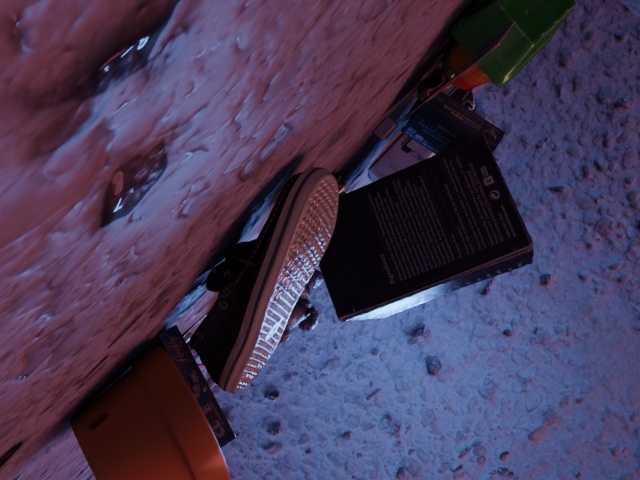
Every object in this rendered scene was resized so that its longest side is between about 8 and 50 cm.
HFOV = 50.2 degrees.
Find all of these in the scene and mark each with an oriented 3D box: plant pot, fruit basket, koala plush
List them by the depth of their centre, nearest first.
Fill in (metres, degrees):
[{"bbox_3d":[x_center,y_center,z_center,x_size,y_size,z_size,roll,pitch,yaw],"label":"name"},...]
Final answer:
[{"bbox_3d":[-0.327,0.373,1.274,0.203,0.291,0.291,-27,169,-21],"label":"plant pot"},{"bbox_3d":[0.327,-0.402,1.414,0.327,0.165,0.353,-44,-169,-29],"label":"fruit basket"},{"bbox_3d":[-0.104,0.191,1.953,0.221,0.203,0.196,-80,175,-71],"label":"koala plush"}]

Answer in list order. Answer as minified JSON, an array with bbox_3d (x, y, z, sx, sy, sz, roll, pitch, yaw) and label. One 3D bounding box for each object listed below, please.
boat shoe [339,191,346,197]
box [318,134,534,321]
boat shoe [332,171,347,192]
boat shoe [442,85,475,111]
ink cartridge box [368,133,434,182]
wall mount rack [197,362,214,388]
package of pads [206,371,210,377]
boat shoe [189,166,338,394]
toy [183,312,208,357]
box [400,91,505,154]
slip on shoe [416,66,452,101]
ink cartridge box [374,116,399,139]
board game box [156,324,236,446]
[{"bbox_3d":[0.039,-0.075,1.904,0.135,0.045,0.050,-63,171,21],"label":"boat shoe"},{"bbox_3d":[0.271,-0.003,1.767,0.471,0.297,0.480,-24,168,13],"label":"box"},{"bbox_3d":[0.006,-0.104,1.537,0.125,0.038,0.046,-41,-143,-5],"label":"boat shoe"},{"bbox_3d":[0.394,-0.402,2.021,0.335,0.119,0.121,-43,175,-37],"label":"boat shoe"},{"bbox_3d":[0.289,-0.275,2.196,0.278,0.117,0.201,-46,176,1],"label":"ink cartridge box"},{"bbox_3d":[-0.337,0.358,1.963,0.350,0.130,0.304,-50,178,40],"label":"wall mount rack"},{"bbox_3d":[-0.255,0.328,2.250,0.296,0.101,0.229,-52,-169,44],"label":"package of pads"},{"bbox_3d":[-0.116,0.068,1.213,0.187,0.156,0.500,-34,156,-51],"label":"boat shoe"},{"bbox_3d":[-0.342,0.285,1.610,0.237,0.056,0.137,-43,176,-44],"label":"toy"},{"bbox_3d":[0.350,-0.292,1.835,0.059,0.232,0.183,-58,-178,-23],"label":"box"},{"bbox_3d":[0.278,-0.378,1.608,0.135,0.051,0.041,-38,161,-22],"label":"slip on shoe"},{"bbox_3d":[0.151,-0.258,1.575,0.048,0.028,0.083,-48,176,14],"label":"ink cartridge box"},{"bbox_3d":[-0.251,0.299,1.353,0.042,0.243,0.165,-26,168,-22],"label":"board game box"}]
